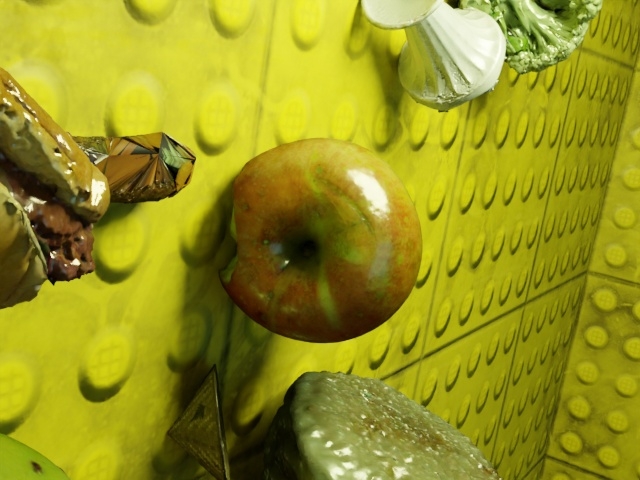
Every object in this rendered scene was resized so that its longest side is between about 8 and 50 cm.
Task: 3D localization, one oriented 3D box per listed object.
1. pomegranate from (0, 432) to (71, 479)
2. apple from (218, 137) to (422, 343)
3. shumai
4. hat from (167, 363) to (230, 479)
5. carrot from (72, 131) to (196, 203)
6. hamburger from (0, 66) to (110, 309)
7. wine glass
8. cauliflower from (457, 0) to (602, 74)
[{"bbox_3d":[-0.285,0.215,0.582,0.260,0.260,0.341,18,59,-61],"label":"pomegranate"},{"bbox_3d":[0.000,0.000,1.010,0.226,0.246,0.246,-25,127,-77],"label":"apple"},{"bbox_3d":[0.040,0.380,1.143,0.324,0.324,0.397,-60,-170,12],"label":"shumai"},{"bbox_3d":[-0.148,0.222,0.992,0.146,0.067,0.146,173,-90,-84],"label":"hat"},{"bbox_3d":[-0.200,-0.065,0.752,0.228,0.068,0.069,-8,110,-57],"label":"carrot"},{"bbox_3d":[-0.262,-0.070,0.536,0.155,0.282,0.245,-56,-171,-14],"label":"hamburger"},{"bbox_3d":[0.154,-0.296,1.167,0.196,0.164,0.165,40,69,-51],"label":"wine glass"},{"bbox_3d":[0.324,-0.416,1.385,0.250,0.275,0.272,-18,162,-16],"label":"cauliflower"}]
